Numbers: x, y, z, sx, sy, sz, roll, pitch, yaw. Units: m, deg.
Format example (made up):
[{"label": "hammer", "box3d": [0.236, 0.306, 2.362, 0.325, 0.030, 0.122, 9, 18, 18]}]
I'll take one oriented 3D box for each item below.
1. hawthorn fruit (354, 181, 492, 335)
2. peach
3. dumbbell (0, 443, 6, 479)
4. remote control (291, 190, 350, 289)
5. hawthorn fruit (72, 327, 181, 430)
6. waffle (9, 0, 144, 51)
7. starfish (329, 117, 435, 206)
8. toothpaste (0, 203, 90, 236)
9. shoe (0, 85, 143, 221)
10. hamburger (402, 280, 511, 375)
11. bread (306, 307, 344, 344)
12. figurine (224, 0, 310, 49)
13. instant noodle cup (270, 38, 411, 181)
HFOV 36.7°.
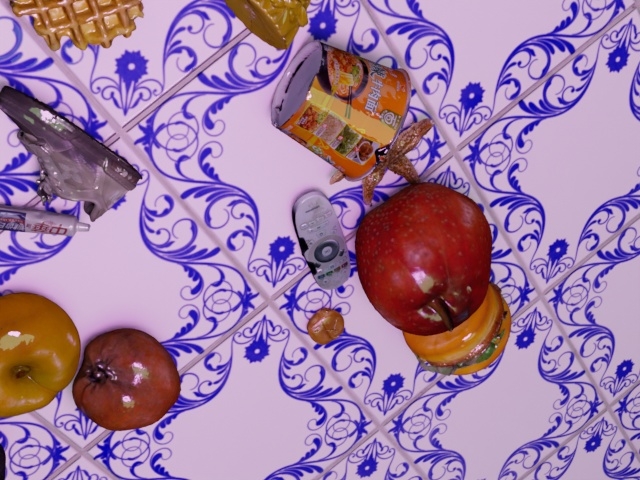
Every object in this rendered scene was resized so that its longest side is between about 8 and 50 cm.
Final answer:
[{"label": "hawthorn fruit", "box3d": [0.216, 0.056, 1.910, 0.285, 0.369, 0.285, -3, 124, -4]}, {"label": "peach", "box3d": [-0.558, 0.212, 1.762, 0.251, 0.153, 0.251, -21, 139, -19]}, {"label": "dumbbell", "box3d": [-0.708, 0.533, 1.827, 0.204, 0.204, 0.322, -1, 117, -25]}, {"label": "remote control", "box3d": [0.001, 0.002, 1.968, 0.097, 0.045, 0.256, -24, 127, -10]}, {"label": "hawthorn fruit", "box3d": [-0.355, 0.281, 1.878, 0.199, 0.199, 0.251, -50, 142, 7]}, {"label": "waffle", "box3d": [-0.407, -0.405, 1.543, 0.219, 0.057, 0.229, -21, 124, -14]}, {"label": "starfish", "box3d": [0.128, -0.159, 1.907, 0.236, 0.062, 0.277, -34, 150, 3]}, {"label": "toothpaste", "box3d": [-0.521, -0.036, 1.684, 0.233, 0.038, 0.060, 7, 123, -11]}, {"label": "shoe", "box3d": [-0.449, -0.131, 1.638, 0.293, 0.109, 0.149, 36, 92, -40]}, {"label": "hamburger", "box3d": [0.305, 0.191, 2.105, 0.246, 0.246, 0.170, -46, 128, 4]}, {"label": "bread", "box3d": [0.009, 0.185, 2.071, 0.083, 0.046, 0.081, -12, 119, -18]}, {"label": "figurine", "box3d": [-0.016, -0.495, 1.634, 0.315, 0.168, 0.187, -49, 148, -6]}, {"label": "instant noodle cup", "box3d": [0.030, -0.246, 1.748, 0.182, 0.230, 0.230, 25, 104, -23]}]
